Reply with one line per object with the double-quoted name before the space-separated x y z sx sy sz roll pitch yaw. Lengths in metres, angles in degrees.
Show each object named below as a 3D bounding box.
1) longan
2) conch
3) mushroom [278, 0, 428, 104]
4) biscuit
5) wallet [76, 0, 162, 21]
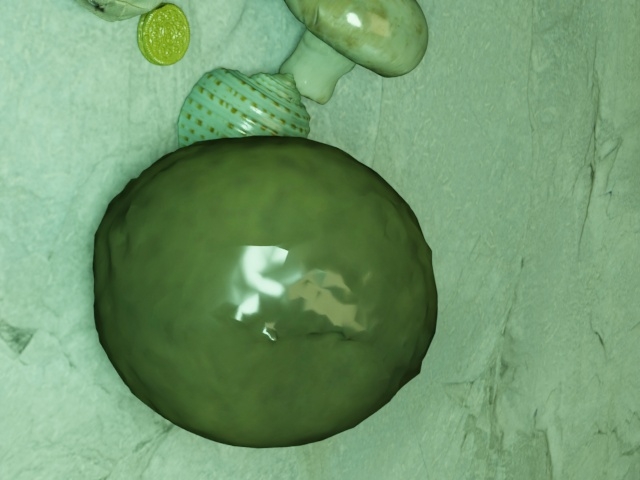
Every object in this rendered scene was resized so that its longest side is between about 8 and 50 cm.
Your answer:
"longan" -0.073 0.062 1.464 0.404 0.436 0.404 5 90 -79
"conch" -0.095 -0.150 1.627 0.172 0.131 0.200 31 74 -49
"mushroom" 0.025 -0.302 1.685 0.243 0.243 0.243 -15 110 -47
"biscuit" -0.208 -0.274 1.548 0.084 0.023 0.084 -15 110 -47
"wallet" -0.256 -0.430 1.419 0.335 0.068 0.275 52 60 -33
